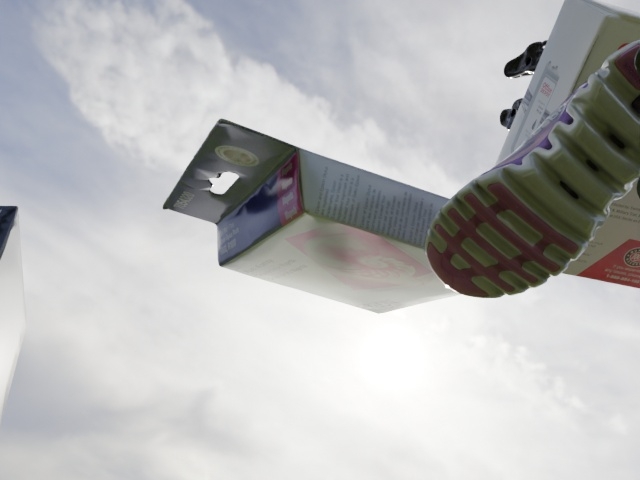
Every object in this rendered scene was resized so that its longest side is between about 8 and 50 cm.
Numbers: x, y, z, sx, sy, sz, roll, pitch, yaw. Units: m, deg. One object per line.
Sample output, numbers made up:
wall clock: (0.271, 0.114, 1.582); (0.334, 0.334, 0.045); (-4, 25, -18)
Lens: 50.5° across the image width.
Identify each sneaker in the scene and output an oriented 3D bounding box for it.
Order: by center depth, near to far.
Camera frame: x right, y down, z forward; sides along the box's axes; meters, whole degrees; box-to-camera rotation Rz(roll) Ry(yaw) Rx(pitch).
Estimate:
sneaker: (0.183, -0.049, 0.524); (0.095, 0.104, 0.236); (46, -70, 0)

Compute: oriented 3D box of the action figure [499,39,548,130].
action figure: (0.367, -0.158, 0.894); (0.276, 0.164, 0.141); (11, 6, -31)

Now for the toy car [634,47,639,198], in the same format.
toy car: (0.273, -0.071, 0.366); (0.189, 0.149, 0.155); (0, -77, 26)

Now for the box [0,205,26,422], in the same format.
box: (-0.257, 0.073, 0.324); (0.184, 0.261, 0.103); (3, -65, -17)

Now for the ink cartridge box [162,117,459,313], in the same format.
ink cartridge box: (0.000, 0.000, 0.759); (0.330, 0.071, 0.324); (16, -16, -17)

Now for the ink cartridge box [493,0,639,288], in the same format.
ink cartridge box: (0.326, -0.102, 0.753); (0.207, 0.117, 0.283); (12, -61, -10)
